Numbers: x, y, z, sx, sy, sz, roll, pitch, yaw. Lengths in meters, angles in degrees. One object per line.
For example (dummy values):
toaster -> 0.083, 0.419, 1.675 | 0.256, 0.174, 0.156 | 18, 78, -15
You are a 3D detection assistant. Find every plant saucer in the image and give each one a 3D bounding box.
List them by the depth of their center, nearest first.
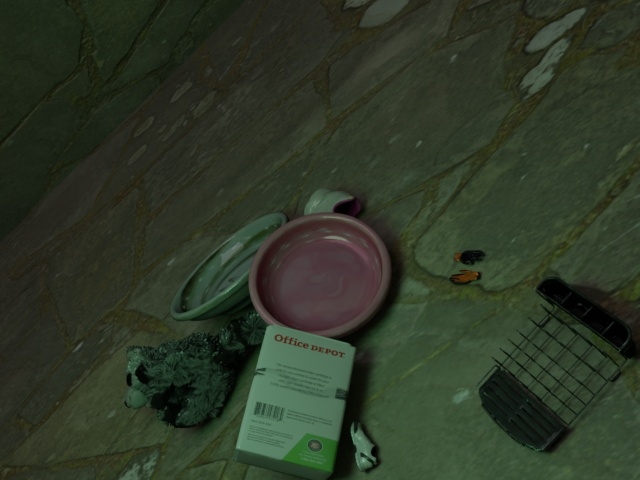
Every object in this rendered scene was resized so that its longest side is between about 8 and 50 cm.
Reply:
plant saucer -> 0.003, 0.091, 1.715 | 0.332, 0.084, 0.332 | -6, 56, 9
plant saucer -> -0.218, 0.090, 1.961 | 0.400, 0.100, 0.400 | -35, 20, 15

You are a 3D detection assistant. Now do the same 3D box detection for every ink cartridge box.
ink cartridge box -> -0.052, 0.337, 1.546 | 0.114, 0.198, 0.272 | 109, 175, -59

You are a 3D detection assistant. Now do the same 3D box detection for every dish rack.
dish rack -> 0.396, 0.220, 1.297 | 0.271, 0.074, 0.208 | -49, 36, 3

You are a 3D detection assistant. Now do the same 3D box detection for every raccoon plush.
raccoon plush -> -0.311, 0.307, 1.935 | 0.446, 0.216, 0.299 | -25, 18, -15

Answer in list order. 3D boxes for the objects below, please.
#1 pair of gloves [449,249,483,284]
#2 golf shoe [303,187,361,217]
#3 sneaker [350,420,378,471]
pair of gloves -> 0.310, 0.056, 1.573 | 0.074, 0.010, 0.083 | -9, 51, 43
golf shoe -> 0.000, 0.000, 1.859 | 0.140, 0.115, 0.306 | 4, 64, 44
sneaker -> 0.089, 0.411, 1.493 | 0.044, 0.040, 0.109 | -22, 47, 10
